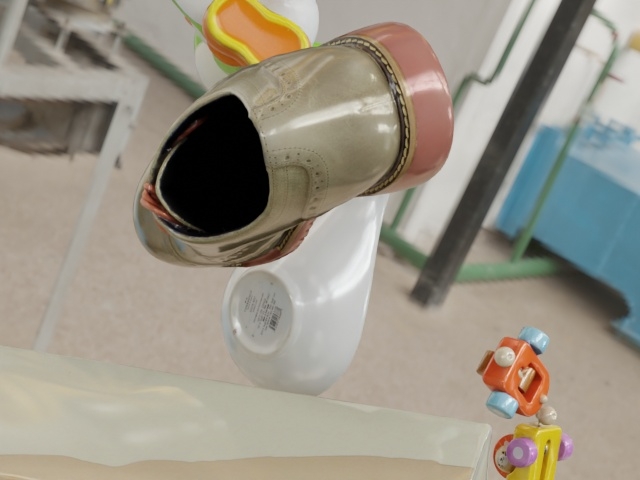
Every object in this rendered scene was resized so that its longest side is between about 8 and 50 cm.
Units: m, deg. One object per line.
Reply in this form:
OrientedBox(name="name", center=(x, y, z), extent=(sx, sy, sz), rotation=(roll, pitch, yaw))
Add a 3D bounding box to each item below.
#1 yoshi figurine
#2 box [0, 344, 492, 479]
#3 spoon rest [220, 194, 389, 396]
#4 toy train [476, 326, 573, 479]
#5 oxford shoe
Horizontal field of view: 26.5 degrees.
OrientedBox(name="yoshi figurine", center=(-0.028, -0.189, 1.357), extent=(0.203, 0.203, 0.362), rotation=(-22, -4, -8))
OrientedBox(name="box", center=(-0.088, 0.145, 0.620), extent=(0.311, 0.148, 0.121), rotation=(6, 21, 13))
OrientedBox(name="spoon rest", center=(0.000, 0.000, 1.085), extent=(0.137, 0.276, 0.084), rotation=(34, 23, 32))
OrientedBox(name="toy train", center=(0.104, 0.140, 0.855), extent=(0.046, 0.166, 0.125), rotation=(14, -20, 40))
OrientedBox(name="oxford shoe", center=(-0.064, -0.046, 0.839), extent=(0.130, 0.348, 0.123), rotation=(-17, 84, -30))
